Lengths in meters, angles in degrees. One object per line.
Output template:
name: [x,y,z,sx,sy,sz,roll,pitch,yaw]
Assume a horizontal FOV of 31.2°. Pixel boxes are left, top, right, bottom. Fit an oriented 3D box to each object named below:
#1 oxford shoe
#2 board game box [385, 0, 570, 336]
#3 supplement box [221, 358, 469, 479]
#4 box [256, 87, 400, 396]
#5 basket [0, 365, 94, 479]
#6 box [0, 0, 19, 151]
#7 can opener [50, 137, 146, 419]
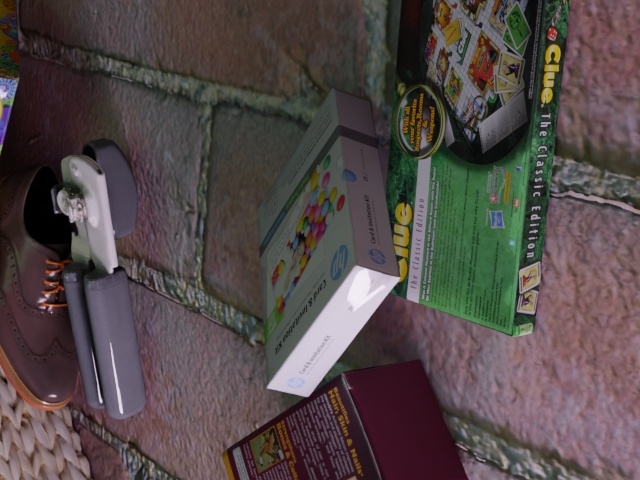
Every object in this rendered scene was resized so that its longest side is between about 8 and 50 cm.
oxford shoe: [-0.306,0.048,1.247,0.098,0.097,0.271,-23,77,45]
board game box: [0.102,-0.076,0.788,0.136,0.030,0.259,18,109,46]
supplement box: [0.013,0.176,0.888,0.188,0.081,0.104,-39,65,46]
box: [0.000,0.000,0.854,0.145,0.038,0.186,-55,29,39]
basket: [-0.461,0.290,1.332,0.331,0.267,0.328,-47,60,42]
box: [-0.451,-0.144,1.263,0.279,0.177,0.290,-109,36,-48]
can opener: [-0.210,0.042,1.148,0.074,0.093,0.280,16,115,45]
